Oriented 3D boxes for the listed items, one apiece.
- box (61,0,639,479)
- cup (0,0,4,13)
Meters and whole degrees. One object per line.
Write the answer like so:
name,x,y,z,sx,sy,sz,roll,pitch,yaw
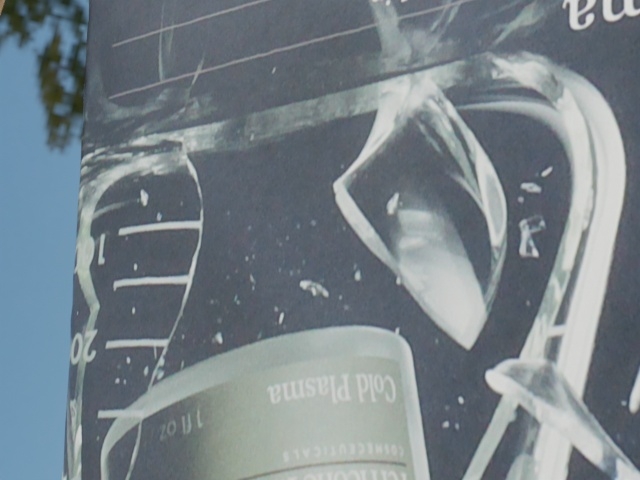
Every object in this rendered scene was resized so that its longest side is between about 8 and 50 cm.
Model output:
box,0.144,0.086,0.733,0.297,0.480,0.471,17,-111,-50
cup,-0.424,-0.224,1.196,0.331,0.237,0.331,-45,-27,-30
